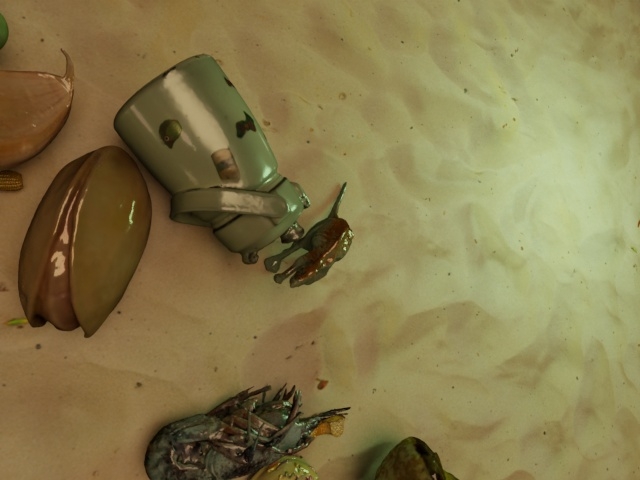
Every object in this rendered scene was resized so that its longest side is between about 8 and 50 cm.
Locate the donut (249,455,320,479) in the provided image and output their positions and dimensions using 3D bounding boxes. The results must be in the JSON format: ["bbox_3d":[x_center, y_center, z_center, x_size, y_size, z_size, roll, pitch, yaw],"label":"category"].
[{"bbox_3d":[-0.064,0.493,0.840,0.175,0.068,0.174,5,78,-28],"label":"donut"}]

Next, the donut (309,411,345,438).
[{"bbox_3d":[0.002,0.375,0.901,0.083,0.067,0.037,-14,105,-56],"label":"donut"}]

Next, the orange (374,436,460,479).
[{"bbox_3d":[0.221,0.566,0.895,0.210,0.271,0.368,-37,105,10],"label":"orange"}]

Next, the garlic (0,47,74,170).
[{"bbox_3d":[-0.482,-0.188,0.662,0.245,0.145,0.164,-25,138,-39],"label":"garlic"}]

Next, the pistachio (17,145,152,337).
[{"bbox_3d":[-0.355,-0.005,0.694,0.162,0.181,0.293,19,79,-8],"label":"pistachio"}]

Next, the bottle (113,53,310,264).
[{"bbox_3d":[-0.176,-0.113,0.803,0.229,0.229,0.351,-43,106,-28],"label":"bottle"}]

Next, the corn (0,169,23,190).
[{"bbox_3d":[-0.515,-0.097,0.704,0.092,0.037,0.037,6,79,-32],"label":"corn"}]

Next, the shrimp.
[{"bbox_3d":[-0.107,0.328,0.785,0.372,0.172,0.137,-17,85,-23],"label":"shrimp"}]

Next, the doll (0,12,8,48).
[{"bbox_3d":[-0.618,-0.299,0.599,0.322,0.186,0.198,-26,121,-44],"label":"doll"}]

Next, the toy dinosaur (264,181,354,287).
[{"bbox_3d":[0.000,0.000,0.903,0.092,0.205,0.393,48,44,-7],"label":"toy dinosaur"}]
